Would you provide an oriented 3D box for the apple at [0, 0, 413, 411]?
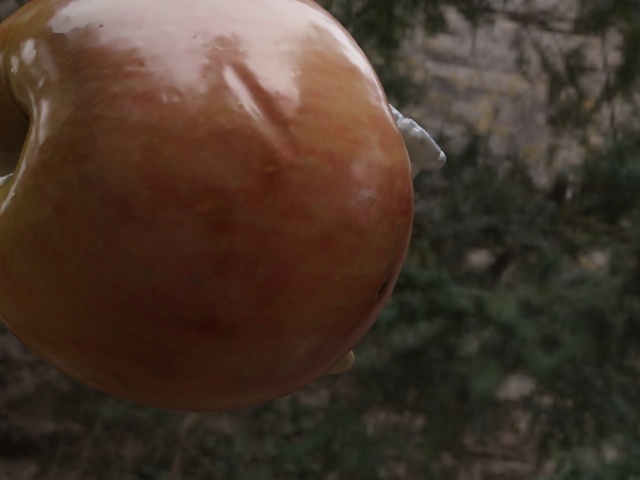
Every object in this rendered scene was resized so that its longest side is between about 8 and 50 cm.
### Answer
[{"bbox_3d":[-0.128,-0.051,1.569,0.346,0.391,0.391,3,-31,-30],"label":"apple"}]

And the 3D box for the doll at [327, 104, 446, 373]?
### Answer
[{"bbox_3d":[0.015,0.004,1.804,0.271,0.208,0.144,-38,-44,11],"label":"doll"}]
